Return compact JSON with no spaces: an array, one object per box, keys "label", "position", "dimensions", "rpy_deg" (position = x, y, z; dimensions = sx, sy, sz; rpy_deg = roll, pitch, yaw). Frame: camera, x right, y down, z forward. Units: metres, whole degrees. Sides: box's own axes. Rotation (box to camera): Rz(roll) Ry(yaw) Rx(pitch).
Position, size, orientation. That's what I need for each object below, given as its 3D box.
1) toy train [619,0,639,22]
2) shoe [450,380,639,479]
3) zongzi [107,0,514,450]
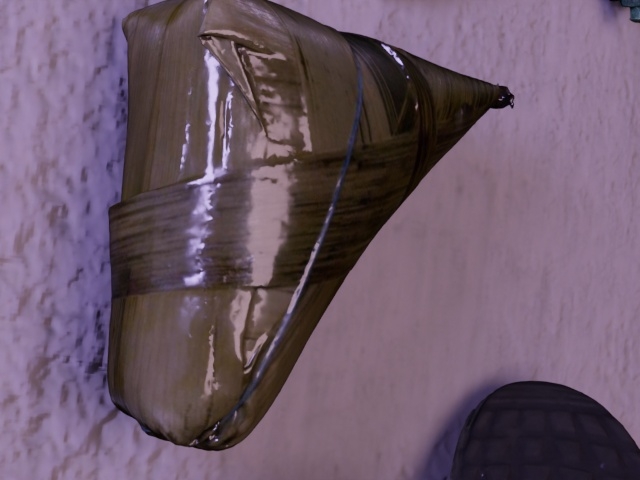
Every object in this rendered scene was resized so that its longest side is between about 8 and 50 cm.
[{"label":"toy train","position":[0.217,-0.204,1.001],"dimensions":[0.081,0.050,0.122],"rpy_deg":[-10,99,-48]},{"label":"shoe","position":[0.136,0.260,0.919],"dimensions":[0.132,0.171,0.337],"rpy_deg":[3,62,-1]},{"label":"zongzi","position":[0.000,0.000,0.786],"dimensions":[0.242,0.112,0.221],"rpy_deg":[11,85,-42]}]
